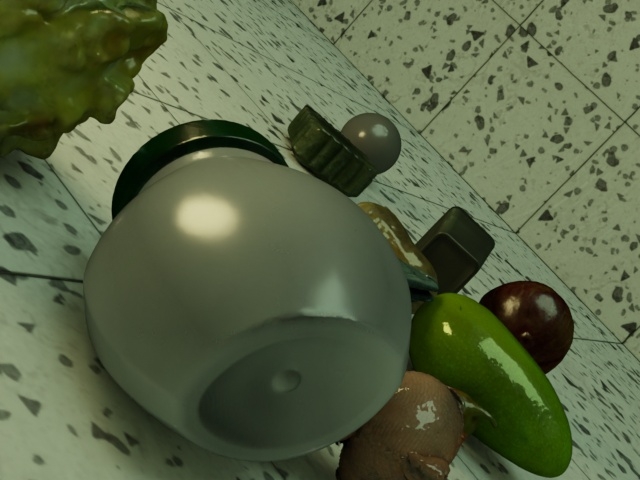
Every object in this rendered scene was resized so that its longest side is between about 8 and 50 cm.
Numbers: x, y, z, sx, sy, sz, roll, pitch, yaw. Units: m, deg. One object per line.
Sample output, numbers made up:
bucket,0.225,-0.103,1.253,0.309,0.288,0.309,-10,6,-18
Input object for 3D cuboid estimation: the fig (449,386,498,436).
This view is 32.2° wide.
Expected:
fig,0.196,0.246,1.582,0.082,0.098,0.084,-35,98,-53

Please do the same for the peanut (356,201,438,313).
peanut,0.113,0.037,1.906,0.224,0.129,0.129,55,17,13

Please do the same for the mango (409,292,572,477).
mango,0.260,0.221,1.692,0.343,0.156,0.192,49,17,30

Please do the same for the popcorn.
popcorn,-0.319,-0.248,1.245,0.312,0.312,0.312,39,15,-13

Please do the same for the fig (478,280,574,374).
fig,0.375,0.178,2.093,0.205,0.205,0.205,39,15,-13

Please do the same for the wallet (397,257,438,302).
wallet,0.000,0.000,1.668,0.342,0.075,0.237,11,22,-43

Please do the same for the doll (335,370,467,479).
doll,0.008,0.199,1.228,0.303,0.156,0.201,16,21,10

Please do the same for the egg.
egg,0.116,-0.223,2.585,0.146,0.146,0.199,47,9,14

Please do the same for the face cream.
face cream,-0.079,0.043,1.110,0.313,0.219,0.357,-8,34,-16

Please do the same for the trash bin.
trash bin,0.236,0.041,2.124,0.122,0.164,0.240,43,15,3

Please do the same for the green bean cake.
green bean cake,0.020,-0.188,2.345,0.183,0.094,0.185,36,16,-22
